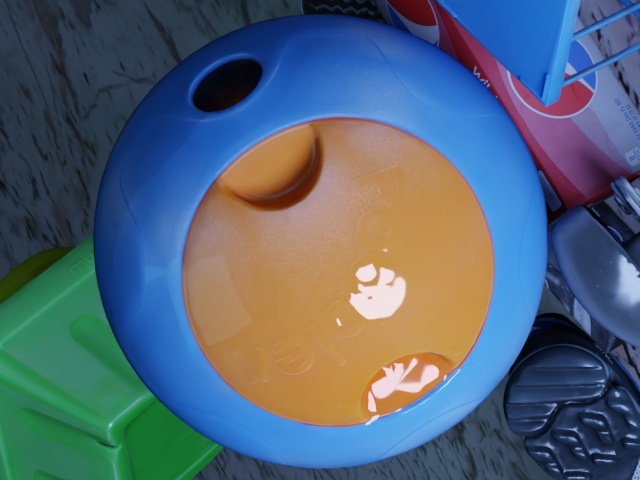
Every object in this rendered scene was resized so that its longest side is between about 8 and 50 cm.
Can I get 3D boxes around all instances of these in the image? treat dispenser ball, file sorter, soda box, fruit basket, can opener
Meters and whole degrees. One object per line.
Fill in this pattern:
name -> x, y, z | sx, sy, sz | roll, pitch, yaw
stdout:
treat dispenser ball -> 0.000, 0.000, 1.163 | 0.288, 0.288, 0.288 | 46, 152, 34
file sorter -> 0.150, -0.195, 1.111 | 0.118, 0.104, 0.170 | 48, 153, 30
soda box -> 0.179, -0.003, 1.321 | 0.169, 0.053, 0.060 | 51, 154, 26
fruit basket -> -0.230, 0.084, 1.865 | 0.392, 0.392, 0.283 | 44, 151, 37
can opener -> 0.258, 0.075, 1.146 | 0.280, 0.093, 0.074 | 48, -169, -1
soda box -> 0.119, -0.137, 1.250 | 0.263, 0.092, 0.083 | 59, 157, 6

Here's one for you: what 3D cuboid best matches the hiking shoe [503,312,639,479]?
hiking shoe -> 0.239, 0.180, 1.366 | 0.304, 0.113, 0.132 | 60, -166, -19

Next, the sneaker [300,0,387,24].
sneaker -> 0.074, -0.073, 1.363 | 0.106, 0.123, 0.290 | -15, 82, 26
